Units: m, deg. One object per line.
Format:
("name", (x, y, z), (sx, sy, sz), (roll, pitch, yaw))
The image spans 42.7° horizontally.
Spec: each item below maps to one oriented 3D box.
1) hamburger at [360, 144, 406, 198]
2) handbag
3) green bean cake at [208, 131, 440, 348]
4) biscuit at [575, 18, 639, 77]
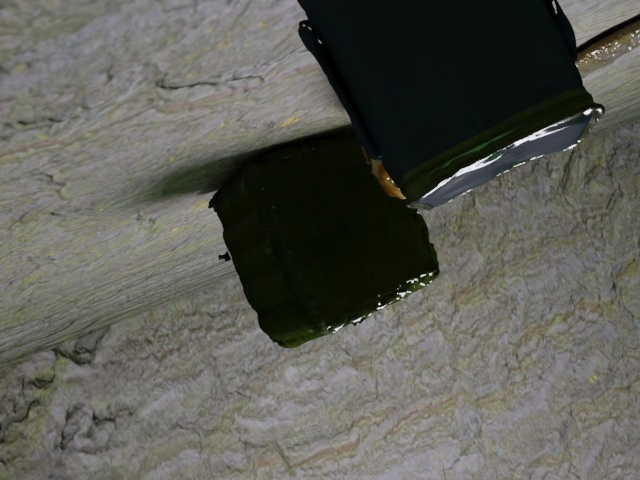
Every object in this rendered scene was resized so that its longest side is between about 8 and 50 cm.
("hamburger", (0.193, -0.185, 1.208), (0.284, 0.174, 0.304), (-25, 173, 4))
("handbag", (0.119, -0.170, 0.773), (0.222, 0.241, 0.263), (-26, 173, 11))
("green bean cake", (0.000, 0.000, 1.427), (0.335, 0.319, 0.218), (-18, 173, -28))
("biscuit", (0.547, -0.366, 1.561), (0.289, 0.038, 0.141), (-29, 171, 32))
